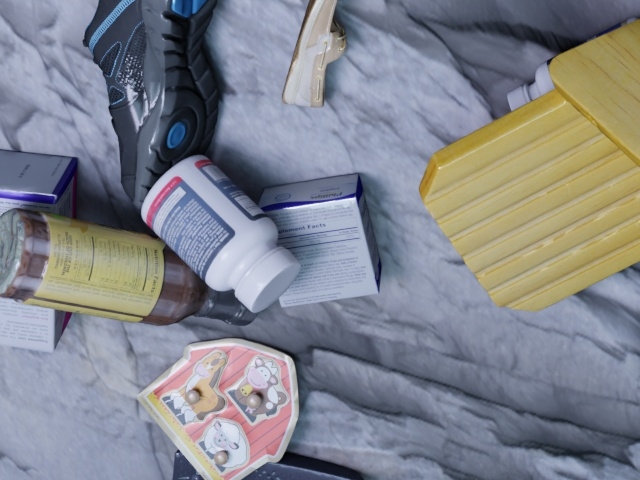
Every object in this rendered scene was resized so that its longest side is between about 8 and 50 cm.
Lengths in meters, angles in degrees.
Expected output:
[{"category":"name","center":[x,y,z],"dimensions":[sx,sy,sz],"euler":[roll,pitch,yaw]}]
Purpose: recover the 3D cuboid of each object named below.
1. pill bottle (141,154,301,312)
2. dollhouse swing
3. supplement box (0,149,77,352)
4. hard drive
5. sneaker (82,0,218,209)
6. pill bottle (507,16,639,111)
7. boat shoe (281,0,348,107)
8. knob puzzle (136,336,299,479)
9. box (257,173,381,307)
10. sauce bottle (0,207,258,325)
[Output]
[{"category":"pill bottle","center":[-0.113,-0.004,1.873],"dimensions":[0.180,0.108,0.108],"euler":[44,117,16]},{"category":"dollhouse swing","center":[0.335,-0.001,1.739],"dimensions":[0.305,0.315,0.347],"euler":[-38,134,1]},{"category":"supplement box","center":[-0.365,0.013,1.974],"dimensions":[0.113,0.111,0.220],"euler":[6,117,3]},{"category":"hard drive","center":[-0.073,0.356,2.150],"dimensions":[0.254,0.054,0.172],"euler":[9,117,3]},{"category":"sneaker","center":[-0.201,-0.198,1.865],"dimensions":[0.139,0.125,0.341],"euler":[25,124,25]},{"category":"pill bottle","center":[0.302,-0.175,1.813],"dimensions":[0.169,0.094,0.094],"euler":[-27,111,18]},{"category":"boat shoe","center":[0.003,-0.227,1.842],"dimensions":[0.059,0.063,0.170],"euler":[16,127,-5]},{"category":"knob puzzle","center":[-0.113,0.211,2.066],"dimensions":[0.213,0.030,0.213],"euler":[1,99,5]},{"category":"box","center":[0.000,0.000,1.949],"dimensions":[0.126,0.072,0.137],"euler":[-8,117,11]},{"category":"sauce bottle","center":[-0.227,0.044,1.907],"dimensions":[0.344,0.111,0.111],"euler":[14,123,-37]}]
